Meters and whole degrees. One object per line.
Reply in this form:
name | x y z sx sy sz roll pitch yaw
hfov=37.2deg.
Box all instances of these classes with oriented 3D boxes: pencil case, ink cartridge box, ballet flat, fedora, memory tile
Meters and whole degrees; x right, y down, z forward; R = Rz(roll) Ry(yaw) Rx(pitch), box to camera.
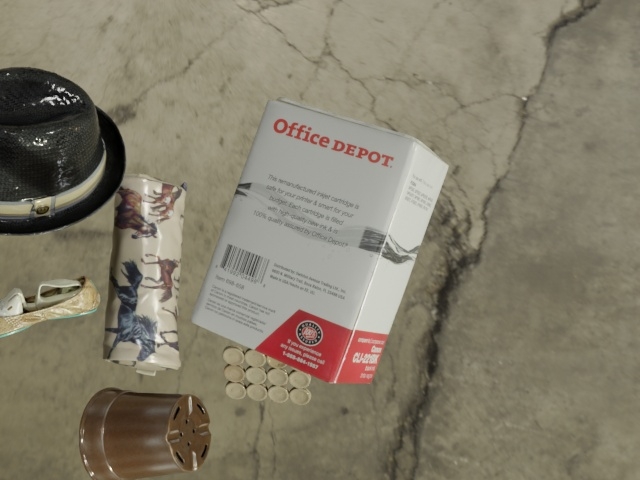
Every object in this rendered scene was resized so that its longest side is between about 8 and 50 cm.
pencil case | -0.361 0.074 1.966 0.159 0.183 0.410 0 82 5
ink cartridge box | 0.000 0.000 1.071 0.197 0.114 0.273 20 91 26
ballet flat | -0.458 0.100 1.516 0.206 0.073 0.067 -17 121 -23
fedora | -0.458 -0.164 1.436 0.334 0.334 0.152 8 142 -12
memory tile | -0.088 0.221 1.567 0.148 0.012 0.113 4 123 9

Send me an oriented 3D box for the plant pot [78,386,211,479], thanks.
plant pot | -0.281 0.323 1.570 0.165 0.167 0.167 -7 110 25
